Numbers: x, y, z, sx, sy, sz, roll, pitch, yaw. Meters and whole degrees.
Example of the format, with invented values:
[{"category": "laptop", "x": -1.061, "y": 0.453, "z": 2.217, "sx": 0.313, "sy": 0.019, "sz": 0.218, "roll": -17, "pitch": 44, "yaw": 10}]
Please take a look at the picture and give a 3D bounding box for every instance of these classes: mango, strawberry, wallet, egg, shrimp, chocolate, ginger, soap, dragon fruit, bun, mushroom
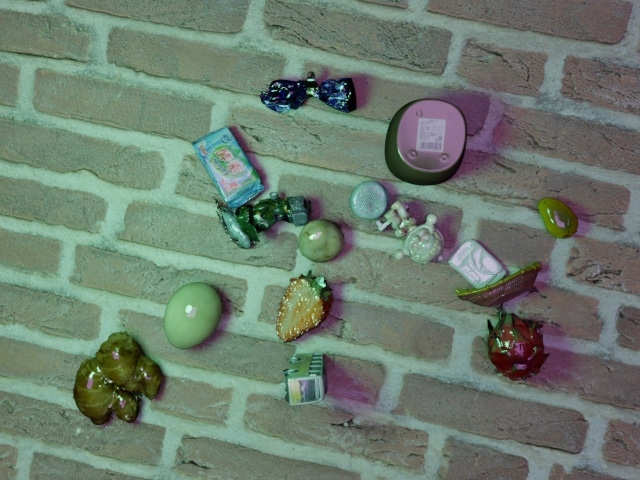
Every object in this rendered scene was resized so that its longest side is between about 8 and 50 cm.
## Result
[{"category": "mango", "x": 0.815, "y": -0.080, "z": 1.908, "sx": 0.103, "sy": 0.076, "sz": 0.161, "roll": -37, "pitch": 81, "yaw": 10}, {"category": "strawberry", "x": -0.049, "y": 0.232, "z": 1.959, "sx": 0.188, "sy": 0.106, "sz": 0.286, "roll": 41, "pitch": 108, "yaw": 24}, {"category": "wallet", "x": 0.552, "y": 0.090, "z": 1.949, "sx": 0.183, "sy": 0.032, "sz": 0.124, "roll": 43, "pitch": 96, "yaw": 1}, {"category": "egg", "x": -0.450, "y": 0.265, "z": 1.939, "sx": 0.189, "sy": 0.188, "sz": 0.253, "roll": 31, "pitch": 103, "yaw": 2}, {"category": "shrimp", "x": -0.318, "y": -0.070, "z": 1.982, "sx": 0.090, "sy": 0.079, "sz": 0.233, "roll": -33, "pitch": 86, "yaw": -32}, {"category": "chocolate", "x": -0.045, "y": -0.519, "z": 1.941, "sx": 0.344, "sy": 0.126, "sz": 0.148, "roll": 3, "pitch": 129, "yaw": 11}, {"category": "ginger", "x": -0.734, "y": 0.514, "z": 1.990, "sx": 0.274, "sy": 0.152, "sz": 0.357, "roll": 40, "pitch": 94, "yaw": -18}, {"category": "soap", "x": -0.327, "y": -0.262, "z": 1.963, "sx": 0.156, "sy": 0.077, "sz": 0.293, "roll": -32, "pitch": 89, "yaw": -7}, {"category": "dragon fruit", "x": 0.659, "y": 0.349, "z": 1.880, "sx": 0.192, "sy": 0.193, "sz": 0.274, "roll": -15, "pitch": 90, "yaw": 31}, {"category": "bun", "x": 0.171, "y": -0.142, "z": 1.944, "sx": 0.141, "sy": 0.083, "sz": 0.140, "roll": 0, "pitch": 100, "yaw": -2}, {"category": "mushroom", "x": 0.000, "y": 0.000, "z": 1.933, "sx": 0.166, "sy": 0.127, "sz": 0.166, "roll": -9, "pitch": 120, "yaw": -15}]

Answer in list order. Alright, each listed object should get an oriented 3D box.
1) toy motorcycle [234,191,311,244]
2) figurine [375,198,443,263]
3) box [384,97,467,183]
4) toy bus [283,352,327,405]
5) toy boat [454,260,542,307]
[{"category": "toy motorcycle", "x": -0.164, "y": -0.081, "z": 1.910, "sx": 0.275, "sy": 0.187, "sz": 0.124, "roll": -10, "pitch": 132, "yaw": 1}, {"category": "figurine", "x": 0.321, "y": -0.012, "z": 1.918, "sx": 0.182, "sy": 0.144, "sz": 0.256, "roll": -41, "pitch": 86, "yaw": -17}, {"category": "box", "x": 0.357, "y": -0.332, "z": 1.862, "sx": 0.301, "sy": 0.216, "sz": 0.300, "roll": 0, "pitch": 93, "yaw": 4}, {"category": "toy bus", "x": -0.047, "y": 0.454, "z": 1.840, "sx": 0.138, "sy": 0.342, "sz": 0.097, "roll": -4, "pitch": 91, "yaw": 0}, {"category": "toy boat", "x": 0.626, "y": 0.157, "z": 1.897, "sx": 0.318, "sy": 0.141, "sz": 0.099, "roll": -19, "pitch": 60, "yaw": -6}]
